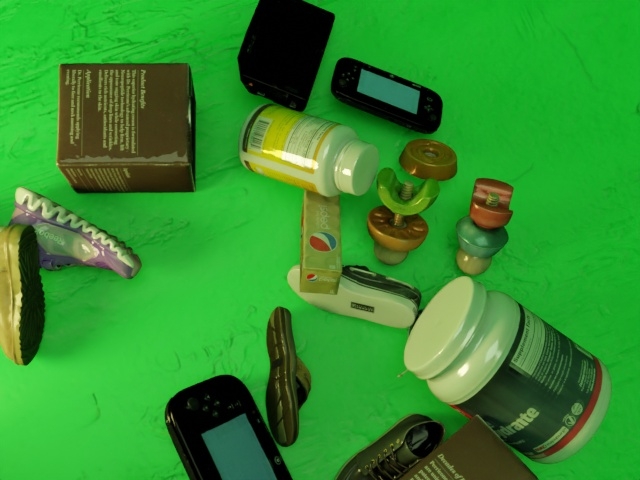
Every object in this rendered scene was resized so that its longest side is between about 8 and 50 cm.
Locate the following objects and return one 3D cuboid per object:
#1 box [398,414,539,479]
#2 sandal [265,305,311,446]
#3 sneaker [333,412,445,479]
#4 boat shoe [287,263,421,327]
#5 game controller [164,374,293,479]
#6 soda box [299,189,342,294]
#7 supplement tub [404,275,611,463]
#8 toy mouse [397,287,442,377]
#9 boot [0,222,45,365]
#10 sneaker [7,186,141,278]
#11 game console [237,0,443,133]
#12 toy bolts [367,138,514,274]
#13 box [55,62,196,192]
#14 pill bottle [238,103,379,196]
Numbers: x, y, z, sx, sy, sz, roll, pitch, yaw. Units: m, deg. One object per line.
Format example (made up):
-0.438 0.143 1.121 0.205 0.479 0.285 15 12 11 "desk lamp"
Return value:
0.127 0.442 1.262 0.381 0.191 0.143 -34 62 -14 "box"
-0.047 0.214 1.385 0.060 0.090 0.219 5 69 -26 "sandal"
0.096 0.349 1.338 0.083 0.118 0.222 44 78 5 "sneaker"
0.056 0.079 1.423 0.219 0.078 0.070 18 44 7 "boat shoe"
-0.115 0.359 1.311 0.166 0.067 0.319 -18 77 -44 "game controller"
0.000 0.000 1.392 0.061 0.058 0.181 5 45 -5 "soda box"
0.284 0.197 1.328 0.272 0.191 0.191 34 77 -11 "supplement tub"
0.199 0.151 1.435 0.160 0.031 0.143 -1 79 -6 "toy mouse"
-0.572 0.070 1.354 0.269 0.089 0.236 3 100 8 "boot"
-0.399 0.011 1.386 0.236 0.095 0.105 28 83 6 "sneaker"
0.043 -0.288 1.485 0.361 0.044 0.213 20 57 -8 "game console"
0.203 -0.041 1.452 0.228 0.159 0.218 17 36 8 "toy bolts"
-0.304 -0.175 1.390 0.203 0.167 0.169 0 77 -6 "box"
-0.018 -0.141 1.396 0.215 0.117 0.117 21 75 28 "pill bottle"
